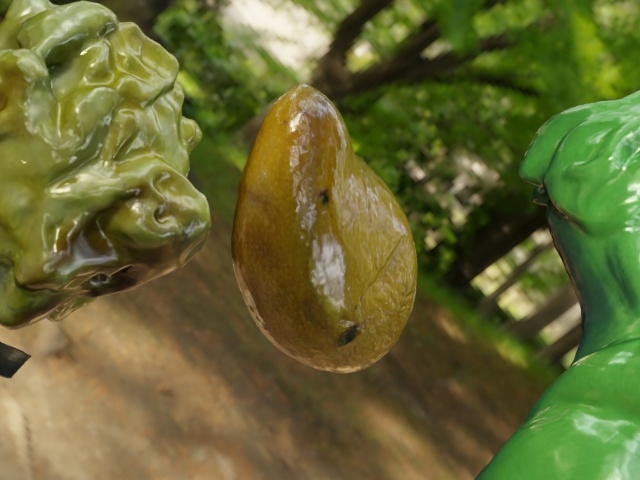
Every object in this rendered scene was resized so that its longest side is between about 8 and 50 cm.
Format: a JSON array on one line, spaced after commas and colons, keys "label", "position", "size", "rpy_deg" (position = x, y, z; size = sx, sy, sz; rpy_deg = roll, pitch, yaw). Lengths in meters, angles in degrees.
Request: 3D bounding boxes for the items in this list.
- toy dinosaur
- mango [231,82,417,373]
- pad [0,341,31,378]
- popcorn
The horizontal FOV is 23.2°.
[{"label": "toy dinosaur", "position": [0.038, 0.169, 0.670], "size": [0.144, 0.500, 0.374], "rpy_deg": [39, 22, -46]}, {"label": "mango", "position": [-0.005, 0.000, 1.271], "size": [0.295, 0.120, 0.177], "rpy_deg": [59, 42, -51]}, {"label": "pad", "position": [-0.321, 0.093, 1.411], "size": [0.112, 0.003, 0.157], "rpy_deg": [24, 2, -5]}, {"label": "popcorn", "position": [-0.266, -0.081, 1.535], "size": [0.312, 0.312, 0.312], "rpy_deg": [48, 13, -15]}]
